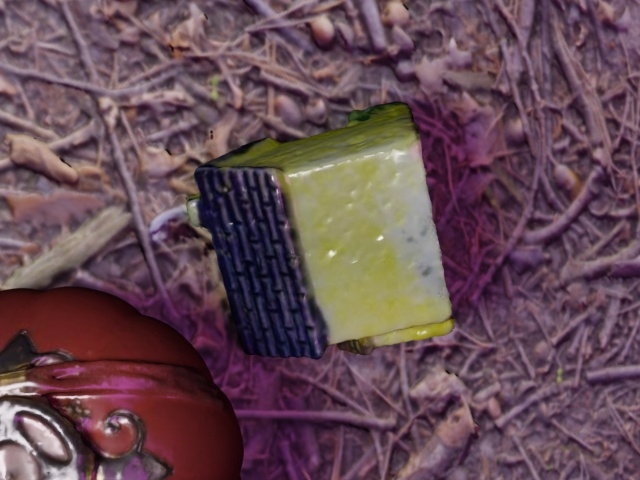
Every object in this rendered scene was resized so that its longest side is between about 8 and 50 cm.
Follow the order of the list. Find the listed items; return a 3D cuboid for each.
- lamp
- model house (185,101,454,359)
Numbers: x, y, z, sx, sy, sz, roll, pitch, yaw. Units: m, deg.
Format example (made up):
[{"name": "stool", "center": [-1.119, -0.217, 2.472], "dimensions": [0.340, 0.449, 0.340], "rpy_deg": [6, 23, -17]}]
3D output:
[{"name": "lamp", "center": [-0.208, 0.184, 1.290], "dimensions": [0.303, 0.257, 0.303], "rpy_deg": [-1, 79, 5]}, {"name": "model house", "center": [0.000, 0.000, 1.483], "dimensions": [0.211, 0.170, 0.194], "rpy_deg": [-13, 109, 1]}]
